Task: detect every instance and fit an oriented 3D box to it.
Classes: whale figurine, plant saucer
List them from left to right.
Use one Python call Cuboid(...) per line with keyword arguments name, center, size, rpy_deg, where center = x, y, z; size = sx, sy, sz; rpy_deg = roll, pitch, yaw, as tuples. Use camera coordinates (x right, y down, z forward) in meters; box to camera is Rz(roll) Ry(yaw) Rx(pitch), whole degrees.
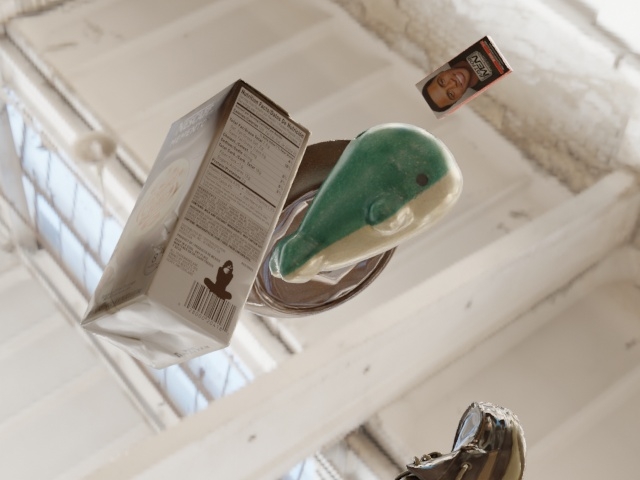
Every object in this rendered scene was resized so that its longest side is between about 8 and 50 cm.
Cuboid(name="plant saucer", center=(0.000, 0.000, 1.610), size=(0.311, 0.310, 0.050), rpy_deg=(-18, -137, -18))
Cuboid(name="whale figurine", center=(0.044, -0.050, 1.427), size=(0.272, 0.216, 0.141), rpy_deg=(-31, -80, -8))

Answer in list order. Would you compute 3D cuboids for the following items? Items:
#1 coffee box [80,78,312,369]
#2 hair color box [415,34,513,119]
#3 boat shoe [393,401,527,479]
Cuboid(name="coffee box", center=(-0.117, -0.014, 1.083), size=(0.098, 0.141, 0.246), rpy_deg=(34, -123, -25))
Cuboid(name="hair color box", center=(0.233, -0.264, 1.827), size=(0.072, 0.141, 0.043), rpy_deg=(56, -162, 3))
Cuboid(name="boat shoe", center=(0.143, 0.288, 1.259), size=(0.130, 0.132, 0.355), rpy_deg=(25, -149, 0))
